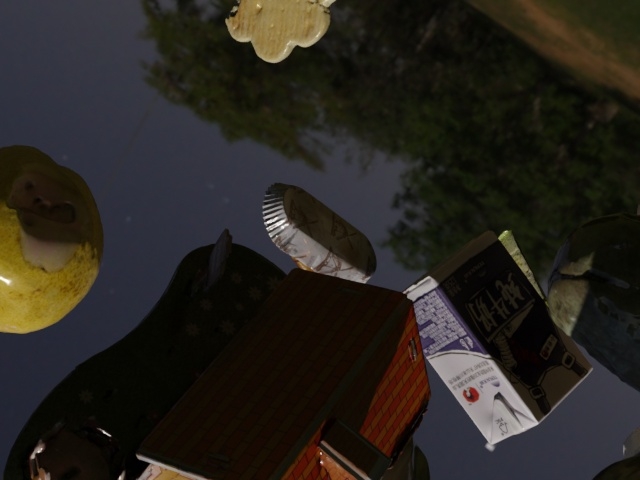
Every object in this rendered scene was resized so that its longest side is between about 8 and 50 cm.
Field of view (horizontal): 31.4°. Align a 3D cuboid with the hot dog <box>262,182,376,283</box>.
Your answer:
[{"bbox_3d":[0.000,0.000,1.374,0.192,0.053,0.099,32,-129,-42],"label":"hot dog"}]

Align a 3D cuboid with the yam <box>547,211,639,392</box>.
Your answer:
[{"bbox_3d":[0.287,0.093,0.692,0.330,0.133,0.133,31,-165,2],"label":"yam"}]

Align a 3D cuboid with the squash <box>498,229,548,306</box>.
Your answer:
[{"bbox_3d":[0.334,0.105,1.944,0.085,0.184,0.192,12,-140,-26],"label":"squash"}]

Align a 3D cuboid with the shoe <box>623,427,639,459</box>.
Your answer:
[{"bbox_3d":[0.444,0.321,1.405,0.351,0.172,0.198,-12,-117,-52],"label":"shoe"}]

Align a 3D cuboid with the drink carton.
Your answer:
[{"bbox_3d":[0.210,0.120,1.400,0.134,0.102,0.222,-33,-94,-40],"label":"drink carton"}]

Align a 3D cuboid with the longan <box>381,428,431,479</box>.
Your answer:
[{"bbox_3d":[-0.022,0.350,1.723,0.404,0.404,0.336,25,-138,-29],"label":"longan"}]

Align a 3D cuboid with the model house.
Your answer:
[{"bbox_3d":[-0.042,0.104,0.749,0.207,0.154,0.294,43,-132,-2],"label":"model house"}]

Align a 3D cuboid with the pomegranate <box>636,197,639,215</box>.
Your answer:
[{"bbox_3d":[0.518,-0.021,1.400,0.264,0.264,0.264,31,-165,-9],"label":"pomegranate"}]

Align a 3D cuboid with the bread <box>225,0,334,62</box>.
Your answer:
[{"bbox_3d":[-0.043,-0.391,1.726,0.181,0.251,0.039,33,-155,22],"label":"bread"}]

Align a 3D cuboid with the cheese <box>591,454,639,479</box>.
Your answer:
[{"bbox_3d":[0.154,0.224,0.591,0.082,0.286,0.163,13,-129,11],"label":"cheese"}]

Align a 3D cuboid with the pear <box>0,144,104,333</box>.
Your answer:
[{"bbox_3d":[-0.439,-0.005,1.634,0.271,0.271,0.271,31,-165,-9],"label":"pear"}]
